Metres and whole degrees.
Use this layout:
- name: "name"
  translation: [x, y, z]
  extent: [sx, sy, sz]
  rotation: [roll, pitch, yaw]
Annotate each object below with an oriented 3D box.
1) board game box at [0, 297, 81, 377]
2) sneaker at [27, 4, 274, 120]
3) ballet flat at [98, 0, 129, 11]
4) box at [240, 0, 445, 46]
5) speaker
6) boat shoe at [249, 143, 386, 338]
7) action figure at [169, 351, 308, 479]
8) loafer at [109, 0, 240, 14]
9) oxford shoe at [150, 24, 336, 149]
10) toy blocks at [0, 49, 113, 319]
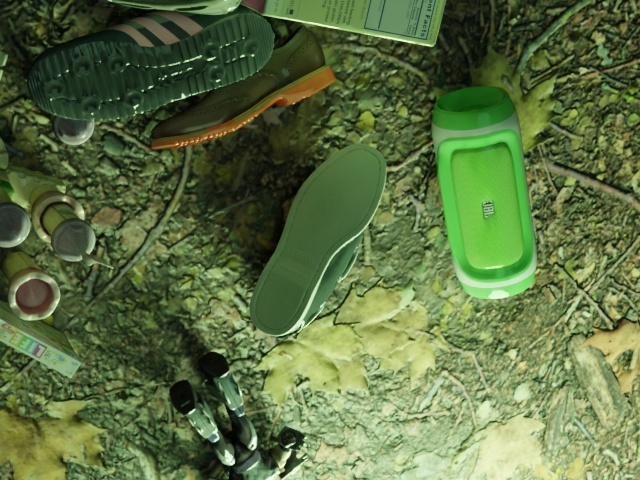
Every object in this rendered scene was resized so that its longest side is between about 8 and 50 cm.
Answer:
- name: "board game box"
  translation: [-0.397, 0.118, 1.882]
  extent: [0.154, 0.103, 0.026]
  rotation: [34, 93, -29]
- name: "sneaker"
  translation: [-0.226, -0.235, 1.808]
  extent: [0.319, 0.131, 0.112]
  rotation: [-14, 121, -22]
- name: "ballet flat"
  translation: [-0.207, -0.384, 1.790]
  extent: [0.221, 0.077, 0.079]
  rotation: [-45, 142, 1]
- name: "box"
  translation: [0.010, -0.343, 1.823]
  extent: [0.243, 0.213, 0.117]
  rotation: [7, 105, -25]
- name: "speaker"
  translation: [0.240, -0.069, 2.077]
  extent: [0.131, 0.131, 0.296]
  rotation: [-19, 115, -16]
- name: "boat shoe"
  translation: [0.000, 0.000, 2.021]
  extent: [0.114, 0.091, 0.302]
  rotation: [36, 94, 14]
- name: "action figure"
  translation: [-0.121, 0.304, 2.076]
  extent: [0.185, 0.099, 0.285]
  rotation: [-38, 124, -16]
- name: "loafer"
  translation: [-0.245, -0.341, 1.706]
  extent: [0.319, 0.111, 0.112]
  rotation: [11, 103, 2]
- name: "oxford shoe"
  translation: [-0.117, -0.201, 1.904]
  extent: [0.271, 0.097, 0.098]
  rotation: [-27, 100, -19]
- name: "toy blocks"
  translation: [-0.406, -0.064, 1.720]
  extent: [0.289, 0.260, 0.309]
  rotation: [17, 101, -27]
